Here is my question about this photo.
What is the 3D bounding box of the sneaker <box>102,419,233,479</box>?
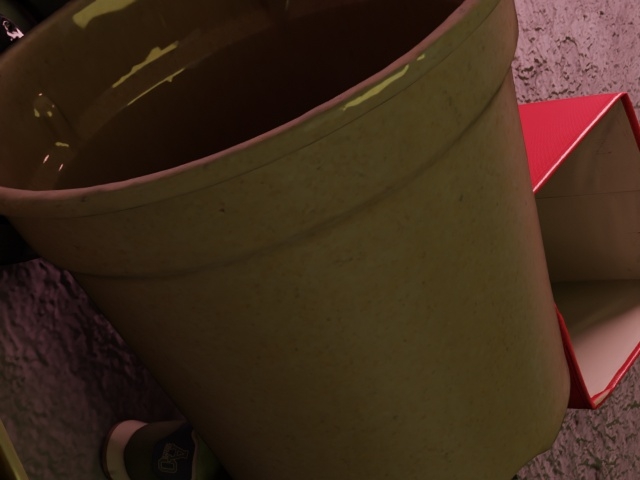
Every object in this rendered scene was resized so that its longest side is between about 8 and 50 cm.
[{"bbox_3d":[-0.053,0.159,0.983,0.192,0.086,0.064,14,78,-46],"label":"sneaker"}]

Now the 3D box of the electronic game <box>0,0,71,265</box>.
[{"bbox_3d":[-0.210,-0.098,0.858,0.229,0.048,0.229,17,67,-45],"label":"electronic game"}]

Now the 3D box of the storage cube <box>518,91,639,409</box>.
[{"bbox_3d":[0.156,0.010,1.139,0.215,0.193,0.184,-44,119,-40],"label":"storage cube"}]

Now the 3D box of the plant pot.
[{"bbox_3d":[0.000,0.000,0.826,0.334,0.333,0.305,-50,129,-36],"label":"plant pot"}]

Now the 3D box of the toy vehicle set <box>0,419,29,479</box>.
[{"bbox_3d":[-0.295,0.141,0.763,0.267,0.035,0.166,-38,115,-41],"label":"toy vehicle set"}]

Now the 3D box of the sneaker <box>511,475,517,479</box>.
[{"bbox_3d":[0.047,0.269,1.046,0.210,0.137,0.366,-19,105,-49],"label":"sneaker"}]
